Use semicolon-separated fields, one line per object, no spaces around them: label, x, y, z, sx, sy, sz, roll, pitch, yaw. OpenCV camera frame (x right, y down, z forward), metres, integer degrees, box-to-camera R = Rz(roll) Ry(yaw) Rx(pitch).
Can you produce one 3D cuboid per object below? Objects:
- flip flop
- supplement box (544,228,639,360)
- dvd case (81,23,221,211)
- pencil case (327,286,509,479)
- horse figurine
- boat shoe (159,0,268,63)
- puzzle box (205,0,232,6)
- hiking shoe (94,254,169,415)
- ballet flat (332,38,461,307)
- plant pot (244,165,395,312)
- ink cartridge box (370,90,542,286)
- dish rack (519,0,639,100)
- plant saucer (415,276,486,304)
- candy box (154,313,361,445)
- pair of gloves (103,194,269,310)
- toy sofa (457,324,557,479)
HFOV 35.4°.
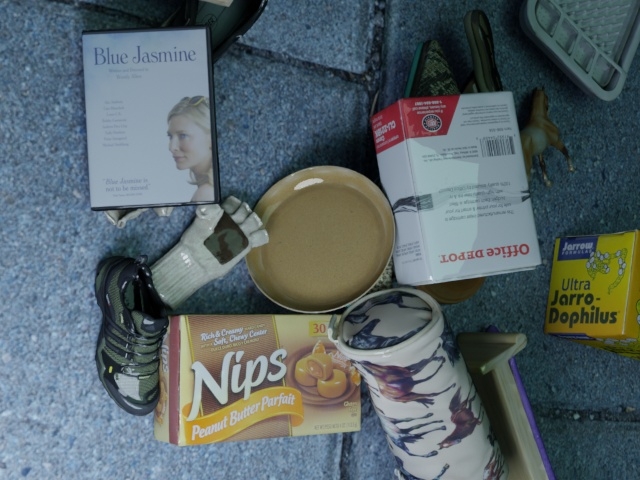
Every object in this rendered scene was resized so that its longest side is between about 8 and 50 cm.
flip flop;0.276;-0.268;1.774;0.112;0.080;0.277;-66;144;-58
supplement box;0.630;0.121;1.916;0.357;0.194;0.195;17;77;-31
dvd case;-0.235;-0.171;1.394;0.180;0.022;0.253;-3;88;-1
pencil case;0.151;0.251;1.526;0.184;0.160;0.410;-20;124;7
horse figurine;0.386;-0.155;1.849;0.263;0.066;0.174;-40;117;-36
boat shoe;-0.128;-0.385;1.502;0.127;0.113;0.340;46;64;-23
puzzle box;-0.294;-0.502;1.377;0.409;0.052;0.272;10;79;-17
hiking shoe;-0.256;0.132;1.374;0.086;0.114;0.226;-11;92;-33
ballet flat;0.158;-0.095;1.629;0.182;0.164;0.482;22;73;9
plant pot;0.000;0.000;1.520;0.032;0.236;0.236;53;51;-66
ink cartridge box;0.204;-0.075;1.513;0.197;0.114;0.272;-7;84;-22
dish rack;0.516;-0.463;1.962;0.285;0.072;0.333;36;68;-25
plant saucer;0.230;0.012;1.754;0.200;0.037;0.200;3;85;-34
candy box;-0.088;0.200;1.496;0.316;0.087;0.183;3;85;-33
pair of gloves;-0.203;-0.046;1.463;0.204;0.042;0.240;-36;103;-29
toy sofa;0.340;0.331;1.733;0.177;0.150;0.362;-26;101;-32
